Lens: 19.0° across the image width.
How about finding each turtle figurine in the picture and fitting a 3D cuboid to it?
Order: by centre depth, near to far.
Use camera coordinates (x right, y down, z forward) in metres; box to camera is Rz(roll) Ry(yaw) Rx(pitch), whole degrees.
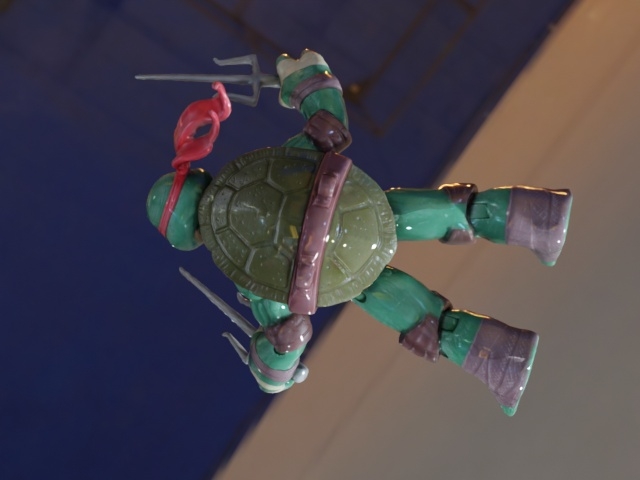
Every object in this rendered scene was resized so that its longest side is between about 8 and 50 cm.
[{"bbox_3d":[0.000,0.000,0.957,0.118,0.234,0.175,-46,152,-80],"label":"turtle figurine"}]
